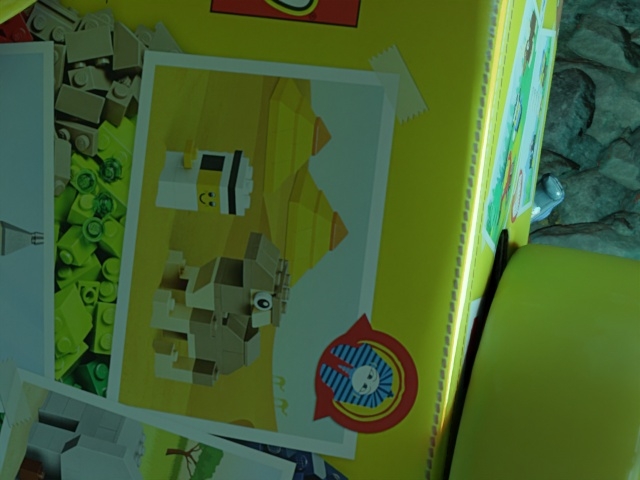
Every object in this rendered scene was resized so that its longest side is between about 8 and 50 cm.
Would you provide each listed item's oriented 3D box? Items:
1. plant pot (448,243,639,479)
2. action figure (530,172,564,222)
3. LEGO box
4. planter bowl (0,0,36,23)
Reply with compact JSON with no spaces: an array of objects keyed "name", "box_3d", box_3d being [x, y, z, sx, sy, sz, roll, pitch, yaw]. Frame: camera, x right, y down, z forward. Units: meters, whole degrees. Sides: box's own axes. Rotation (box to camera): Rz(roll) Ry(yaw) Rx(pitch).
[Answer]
[{"name":"plant pot","box_3d":[0.193,0.142,0.568,0.254,0.239,0.254,8,90,-74]},{"name":"action figure","box_3d":[0.000,0.000,0.965,0.178,0.341,0.330,54,-2,-10]},{"name":"LEGO box","box_3d":[-0.097,0.057,0.627,0.193,0.372,0.500,-4,102,-74]},{"name":"planter bowl","box_3d":[-0.164,-0.172,0.437,0.217,0.090,0.217,-35,159,-15]}]
